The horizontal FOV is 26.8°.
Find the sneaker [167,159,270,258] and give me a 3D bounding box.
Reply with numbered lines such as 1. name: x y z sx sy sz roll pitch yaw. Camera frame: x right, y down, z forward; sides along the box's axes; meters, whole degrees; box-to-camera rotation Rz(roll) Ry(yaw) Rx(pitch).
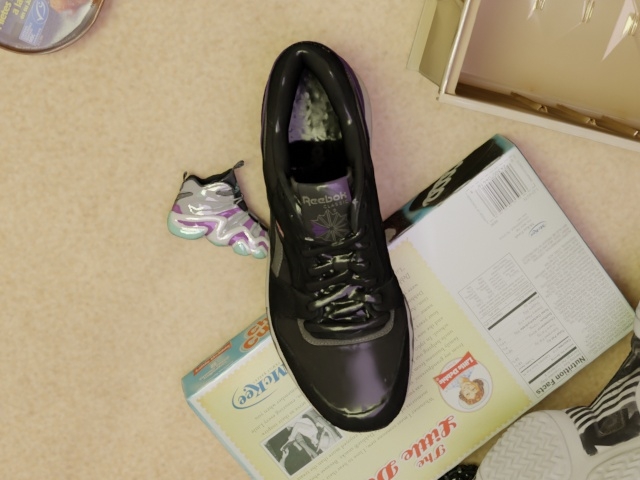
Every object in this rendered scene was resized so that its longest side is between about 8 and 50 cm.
1. sneaker: -0.063 -0.027 1.025 0.098 0.038 0.069 14 103 -14

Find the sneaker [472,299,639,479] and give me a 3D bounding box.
1. sneaker: 0.267 0.183 1.043 0.366 0.137 0.210 -48 130 -9

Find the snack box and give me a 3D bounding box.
1. snack box: 0.072 0.088 1.068 0.322 0.060 0.187 -37 106 1

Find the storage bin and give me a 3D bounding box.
1. storage bin: 0.230 -0.205 0.985 0.262 0.123 0.260 13 103 -13

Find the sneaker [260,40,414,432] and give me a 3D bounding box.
1. sneaker: 0.000 0.000 0.955 0.107 0.124 0.283 -11 86 3

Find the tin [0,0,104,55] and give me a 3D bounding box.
1. tin: -0.190 -0.225 0.951 0.106 0.040 0.190 22 100 -19

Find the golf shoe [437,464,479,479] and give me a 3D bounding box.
1. golf shoe: 0.143 0.227 1.111 0.198 0.077 0.094 -25 108 -2
